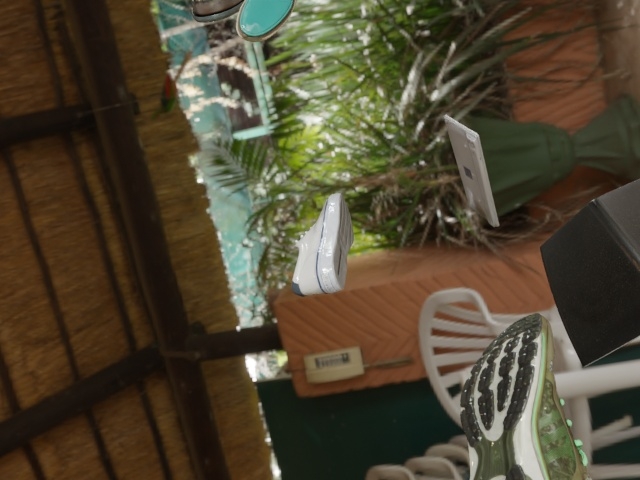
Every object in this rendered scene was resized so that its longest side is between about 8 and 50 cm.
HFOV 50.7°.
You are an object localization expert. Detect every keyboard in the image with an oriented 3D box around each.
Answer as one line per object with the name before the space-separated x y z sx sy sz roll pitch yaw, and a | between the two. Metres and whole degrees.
keyboard | 0.253 -0.109 1.122 0.072 0.014 0.256 50 175 38

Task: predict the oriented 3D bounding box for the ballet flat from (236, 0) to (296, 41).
ballet flat | -0.052 -0.304 0.834 0.168 0.057 0.052 -62 4 -15

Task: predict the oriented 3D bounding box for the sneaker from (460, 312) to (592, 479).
sneaker | 0.308 0.300 0.955 0.182 0.158 0.411 29 -128 -20

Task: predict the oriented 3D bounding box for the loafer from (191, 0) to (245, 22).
loafer | -0.149 -0.414 1.037 0.268 0.096 0.084 -80 -21 -53

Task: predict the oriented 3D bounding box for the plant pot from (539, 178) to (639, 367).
plant pot | 0.404 0.027 0.873 0.167 0.188 0.187 60 152 19

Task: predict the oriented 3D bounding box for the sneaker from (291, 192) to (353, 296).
sneaker | 0.000 0.000 1.187 0.258 0.091 0.094 -75 -31 -56
